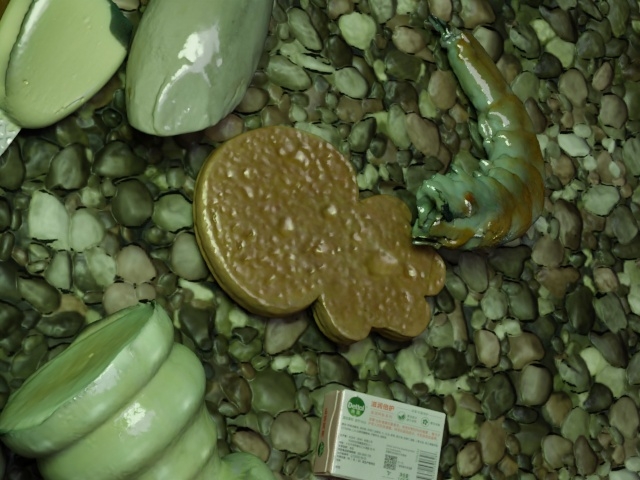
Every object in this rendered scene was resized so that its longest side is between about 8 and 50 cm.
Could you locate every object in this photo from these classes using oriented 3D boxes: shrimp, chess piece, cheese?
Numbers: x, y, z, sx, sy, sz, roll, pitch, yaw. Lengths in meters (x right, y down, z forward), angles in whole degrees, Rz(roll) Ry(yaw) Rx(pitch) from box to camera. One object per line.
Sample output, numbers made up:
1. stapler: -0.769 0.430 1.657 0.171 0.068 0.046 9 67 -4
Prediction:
1. shrimp: 0.184 -0.101 1.343 0.185 0.068 0.287 27 60 -34
2. chess piece: -0.117 0.229 1.084 0.182 0.182 0.330 -45 107 -27
3. cheese: -0.278 -0.135 1.124 0.251 0.054 0.127 -56 134 -15

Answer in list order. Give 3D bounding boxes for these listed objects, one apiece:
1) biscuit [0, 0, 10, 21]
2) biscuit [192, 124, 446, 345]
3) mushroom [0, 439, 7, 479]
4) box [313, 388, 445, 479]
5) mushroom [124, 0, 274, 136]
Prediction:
1. biscuit: -0.363 -0.327 1.118 0.183 0.047 0.319 -43 111 -37
2. biscuit: 0.000 0.000 1.253 0.289 0.044 0.202 27 66 -21
3. mushroom: -0.345 0.169 1.010 0.188 0.117 0.141 27 80 -25
4. box: 0.060 0.208 1.239 0.125 0.043 0.089 18 72 -23
5. mushroom: -0.106 -0.248 1.208 0.128 0.128 0.350 20 67 -22
